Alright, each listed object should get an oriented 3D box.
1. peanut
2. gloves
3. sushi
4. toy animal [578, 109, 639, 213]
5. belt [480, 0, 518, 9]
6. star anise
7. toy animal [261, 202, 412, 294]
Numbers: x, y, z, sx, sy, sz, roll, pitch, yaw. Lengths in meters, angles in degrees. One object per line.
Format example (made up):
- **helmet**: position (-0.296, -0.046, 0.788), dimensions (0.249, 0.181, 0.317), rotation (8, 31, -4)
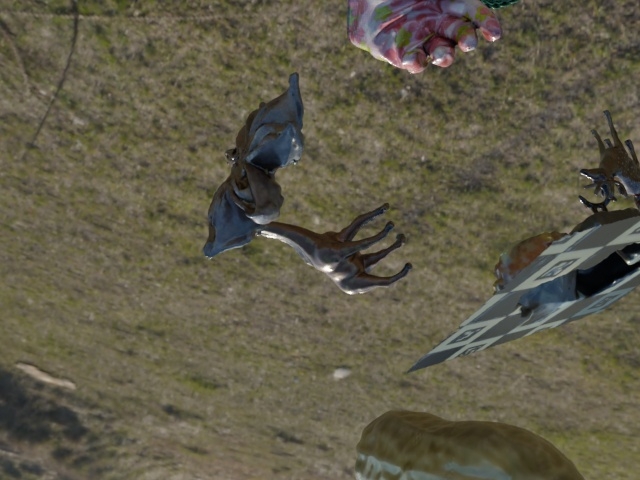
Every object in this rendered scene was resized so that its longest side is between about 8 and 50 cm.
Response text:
- **peanut**: position (0.157, 0.274, 0.778), dimensions (0.153, 0.140, 0.325), rotation (30, 156, -29)
- **gloves**: position (0.150, -0.309, 0.949), dimensions (0.241, 0.145, 0.126), rotation (22, -169, 28)
- **sushi**: position (0.166, 0.011, 0.439), dimensions (0.210, 0.040, 0.192), rotation (-11, 153, -29)
- **toy animal**: position (0.629, -0.146, 1.417), dimensions (0.244, 0.259, 0.087), rotation (21, 143, -29)
- **belt**: position (0.318, -0.478, 1.168), dimensions (0.151, 0.079, 0.121), rotation (-17, 141, 11)
- **star anise**: position (-0.060, -0.084, 0.719), dimensions (0.063, 0.208, 0.172), rotation (27, 127, -20)
- **toy animal**: position (0.000, 0.000, 1.012), dimensions (0.230, 0.066, 0.224), rotation (-20, 118, 18)
